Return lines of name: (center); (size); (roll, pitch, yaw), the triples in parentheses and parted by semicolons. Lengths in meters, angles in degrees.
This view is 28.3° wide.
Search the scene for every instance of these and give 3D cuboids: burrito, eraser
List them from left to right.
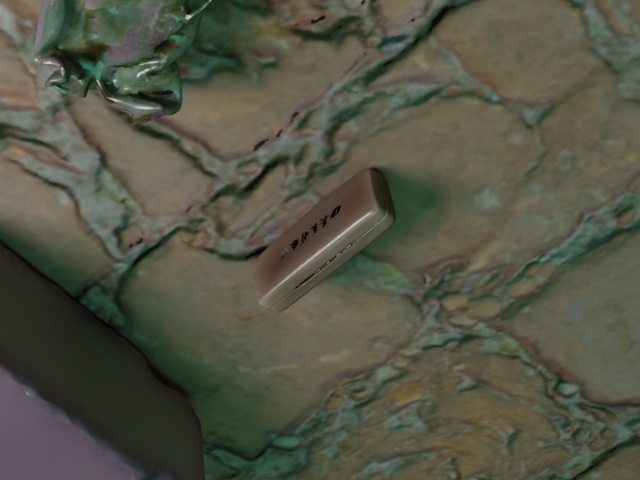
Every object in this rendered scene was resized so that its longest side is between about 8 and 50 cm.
eraser: (-0.305, 0.168, 0.911); (0.359, 0.122, 0.272); (-30, 130, 17)
burrito: (-0.080, -0.195, 0.647); (0.096, 0.066, 0.309); (10, 127, -13)

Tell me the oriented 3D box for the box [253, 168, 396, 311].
box: (0.000, 0.000, 0.849); (0.115, 0.048, 0.025); (-38, 131, 26)
